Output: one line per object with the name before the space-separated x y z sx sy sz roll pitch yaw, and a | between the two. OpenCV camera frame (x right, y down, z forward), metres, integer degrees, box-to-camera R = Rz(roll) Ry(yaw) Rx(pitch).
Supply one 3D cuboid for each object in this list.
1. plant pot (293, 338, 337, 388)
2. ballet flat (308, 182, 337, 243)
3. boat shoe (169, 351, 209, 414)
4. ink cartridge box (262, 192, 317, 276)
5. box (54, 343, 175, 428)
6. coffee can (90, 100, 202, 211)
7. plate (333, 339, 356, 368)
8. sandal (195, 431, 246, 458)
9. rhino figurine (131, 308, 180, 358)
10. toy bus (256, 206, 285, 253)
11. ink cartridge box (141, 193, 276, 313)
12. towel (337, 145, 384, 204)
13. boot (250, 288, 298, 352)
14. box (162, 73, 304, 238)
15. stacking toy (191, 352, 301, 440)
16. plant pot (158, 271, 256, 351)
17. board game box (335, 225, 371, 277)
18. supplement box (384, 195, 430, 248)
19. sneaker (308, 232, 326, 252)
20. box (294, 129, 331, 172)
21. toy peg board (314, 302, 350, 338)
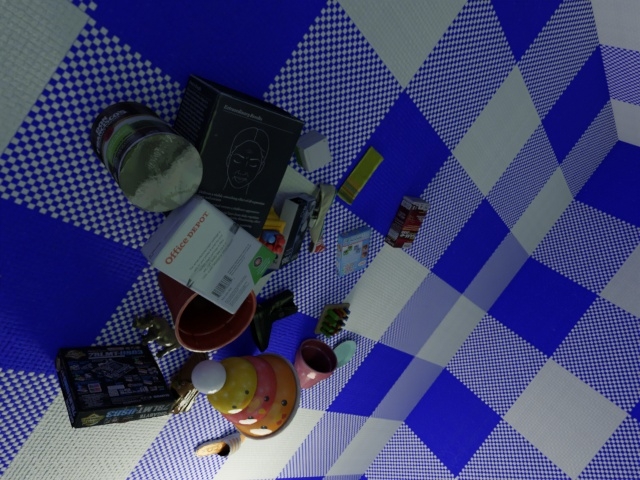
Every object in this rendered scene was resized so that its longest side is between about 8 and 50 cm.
plant pot | -0.047 0.597 2.179 0.201 0.201 0.180 1 133 -41
ballet flat | -0.013 -0.108 1.792 0.086 0.086 0.248 3 115 -41
boat shoe | -0.525 0.559 1.789 0.104 0.110 0.307 7 113 -44
ink cartridge box | -0.117 -0.008 1.727 0.165 0.065 0.333 -30 144 -62
box | -0.656 0.449 1.467 0.295 0.293 0.073 9 111 -44
coffee can | -0.450 -0.221 1.183 0.201 0.275 0.202 -22 130 -28
plate | 0.110 0.594 2.418 0.188 0.024 0.188 -22 131 -27
sandal | -0.459 0.988 2.171 0.265 0.076 0.102 0 118 -41
rhino figurine | -0.574 0.321 1.610 0.106 0.073 0.243 -35 134 -11
toy bus | -0.208 0.001 1.595 0.149 0.211 0.220 1 119 -42
ink cartridge box | -0.298 0.034 1.254 0.211 0.121 0.289 -53 128 -7
towel | 0.162 -0.260 1.864 0.237 0.021 0.102 -54 138 4
boot | -0.188 0.338 1.931 0.207 0.094 0.247 -20 124 -24
box | -0.279 -0.236 1.366 0.293 0.212 0.396 9 113 -43
stacking toy | -0.325 0.564 1.760 0.351 0.350 0.480 -50 143 -1
plant pot | -0.395 0.175 1.516 0.272 0.265 0.272 -22 131 -28
board game box | 0.145 0.050 2.054 0.160 0.039 0.212 -18 128 -30
supplement box | 0.407 -0.083 2.159 0.130 0.073 0.239 2 118 -42
sneaker | 0.000 0.000 1.893 0.067 0.042 0.118 3 124 -37
box | -0.030 -0.313 1.614 0.102 0.087 0.101 -32 135 -19
toy peg board | 0.075 0.391 2.205 0.160 0.079 0.161 3 117 -41
